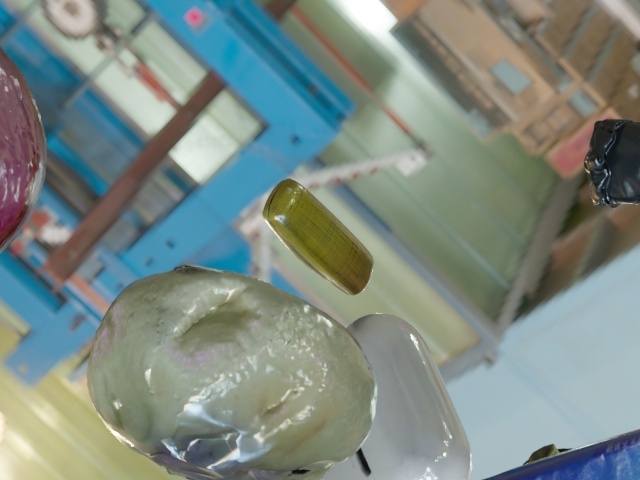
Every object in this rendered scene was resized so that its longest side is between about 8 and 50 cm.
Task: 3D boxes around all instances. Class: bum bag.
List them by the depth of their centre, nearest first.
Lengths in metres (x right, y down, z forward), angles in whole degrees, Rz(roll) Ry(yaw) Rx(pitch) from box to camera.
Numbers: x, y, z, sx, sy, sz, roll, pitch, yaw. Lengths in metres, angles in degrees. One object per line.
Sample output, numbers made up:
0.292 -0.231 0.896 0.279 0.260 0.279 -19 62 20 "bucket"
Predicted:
0.314 -0.069 1.443 0.049 0.087 0.197 -8 -171 -41 "bum bag"

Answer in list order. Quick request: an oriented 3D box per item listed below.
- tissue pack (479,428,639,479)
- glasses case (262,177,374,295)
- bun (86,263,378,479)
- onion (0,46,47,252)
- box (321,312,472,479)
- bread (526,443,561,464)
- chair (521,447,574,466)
0.215 0.202 1.018 0.209 0.137 0.269 4 159 -38 "tissue pack"
0.000 0.000 2.253 0.064 0.234 0.079 8 -116 42 "glasses case"
-0.086 0.141 1.416 0.273 0.273 0.168 -32 -147 54 "bun"
-0.324 -0.046 1.086 0.276 0.276 0.276 -44 -170 10 "onion"
0.063 0.288 2.168 0.141 0.289 0.349 -2 145 -31 "box"
0.226 0.263 1.620 0.066 0.060 0.110 11 -140 28 "bread"
0.305 0.343 1.800 0.174 0.149 0.213 -20 -151 -5 "chair"
